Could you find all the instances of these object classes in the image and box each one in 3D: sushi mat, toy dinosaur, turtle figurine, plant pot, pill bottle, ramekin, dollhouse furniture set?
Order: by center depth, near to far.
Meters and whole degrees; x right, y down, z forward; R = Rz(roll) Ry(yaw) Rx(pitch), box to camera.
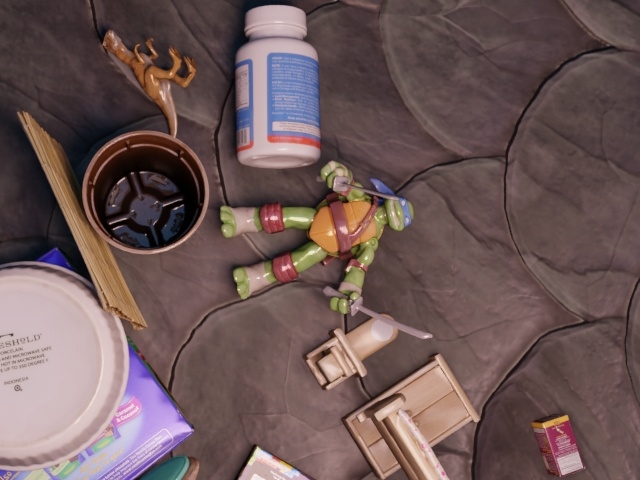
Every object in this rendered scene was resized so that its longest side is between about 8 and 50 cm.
[{"bbox_3d":[-0.376,0.156,1.441,0.273,0.127,0.272,1,82,-9],"label":"ramekin"},{"bbox_3d":[0.145,0.223,1.522,0.174,0.355,0.303,-32,88,-12],"label":"dollhouse furniture set"},{"bbox_3d":[-0.322,-0.024,1.545,0.019,0.151,0.316,-28,71,-1],"label":"sushi mat"},{"bbox_3d":[0.000,0.000,1.592,0.266,0.197,0.274,-12,42,7],"label":"turtle figurine"},{"bbox_3d":[-0.243,-0.053,1.594,0.167,0.165,0.166,1,82,-9],"label":"plant pot"},{"bbox_3d":[-0.062,-0.223,1.665,0.124,0.124,0.221,0,83,-9],"label":"pill bottle"},{"bbox_3d":[-0.236,-0.226,1.682,0.112,0.064,0.211,-32,92,19],"label":"toy dinosaur"}]

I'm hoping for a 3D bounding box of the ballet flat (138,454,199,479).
[{"bbox_3d":[-0.261,0.411,1.485,0.316,0.107,0.106,-40,112,-7],"label":"ballet flat"}]

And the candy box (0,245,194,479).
[{"bbox_3d":[-0.371,0.212,1.562,0.268,0.122,0.317,-36,90,-11],"label":"candy box"}]

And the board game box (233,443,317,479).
[{"bbox_3d":[-0.055,0.393,1.625,0.170,0.048,0.141,32,81,-4],"label":"board game box"}]

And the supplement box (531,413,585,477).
[{"bbox_3d":[0.352,0.303,1.696,0.043,0.055,0.083,-17,86,-11],"label":"supplement box"}]
